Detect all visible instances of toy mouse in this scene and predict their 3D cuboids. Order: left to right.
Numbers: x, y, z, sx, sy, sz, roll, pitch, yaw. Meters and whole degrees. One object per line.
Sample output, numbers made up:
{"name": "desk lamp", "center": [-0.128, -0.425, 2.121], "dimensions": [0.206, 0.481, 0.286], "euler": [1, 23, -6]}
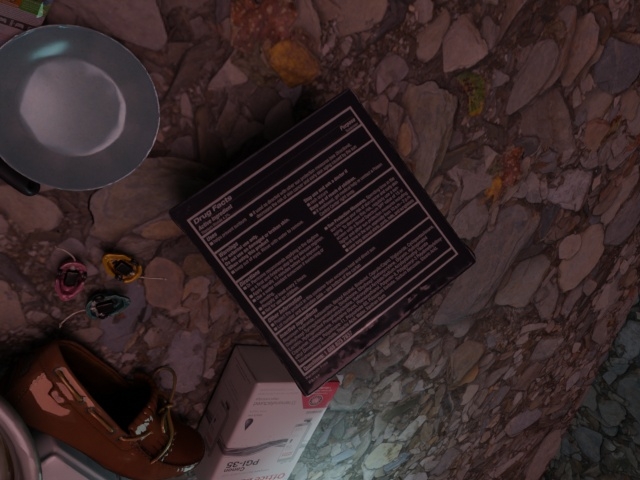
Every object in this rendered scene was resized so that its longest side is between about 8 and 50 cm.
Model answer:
{"name": "toy mouse", "center": [-0.339, 0.069, 0.681], "dimensions": [0.143, 0.031, 0.161], "euler": [-49, 131, 1]}

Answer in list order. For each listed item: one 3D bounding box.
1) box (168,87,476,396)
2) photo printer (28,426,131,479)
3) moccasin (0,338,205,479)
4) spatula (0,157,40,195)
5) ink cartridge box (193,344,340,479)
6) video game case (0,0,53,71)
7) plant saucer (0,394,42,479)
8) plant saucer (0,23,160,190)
{"name": "box", "center": [0.000, 0.000, 0.674], "dimensions": [0.296, 0.183, 0.294], "euler": [-36, 93, -9]}
{"name": "photo printer", "center": [-0.508, 0.460, 0.760], "dimensions": [0.308, 0.107, 0.255], "euler": [-32, 130, -13]}
{"name": "moccasin", "center": [-0.319, 0.282, 0.766], "dimensions": [0.147, 0.139, 0.380], "euler": [-36, 122, 2]}
{"name": "spatula", "center": [-0.386, -0.133, 0.466], "dimensions": [0.296, 0.031, 0.084], "euler": [78, 24, -62]}
{"name": "ink cartridge box", "center": [-0.118, 0.365, 0.945], "dimensions": [0.207, 0.117, 0.282], "euler": [13, 109, -38]}
{"name": "video game case", "center": [-0.324, -0.244, 0.440], "dimensions": [0.166, 0.015, 0.119], "euler": [-42, 161, 27]}
{"name": "plant saucer", "center": [-0.569, 0.302, 0.583], "dimensions": [0.401, 0.100, 0.399], "euler": [-4, 103, -16]}
{"name": "plant saucer", "center": [-0.297, -0.157, 0.557], "dimensions": [0.195, 0.037, 0.194], "euler": [-21, 127, -32]}
